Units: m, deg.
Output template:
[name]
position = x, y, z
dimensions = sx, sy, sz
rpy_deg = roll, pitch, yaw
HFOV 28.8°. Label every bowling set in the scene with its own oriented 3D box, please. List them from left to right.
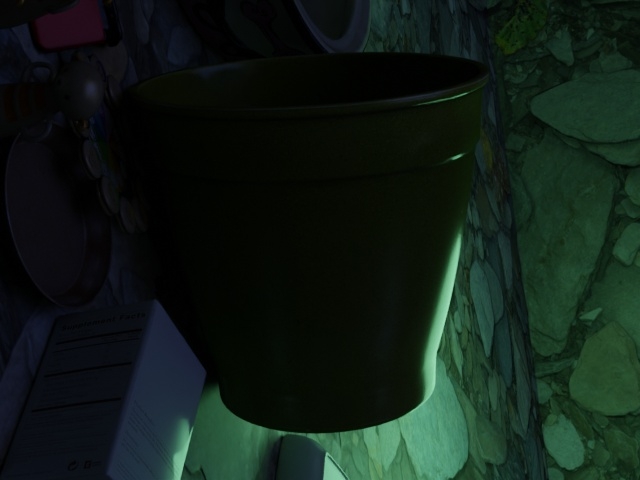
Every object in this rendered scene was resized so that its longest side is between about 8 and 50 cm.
[bowling set]
position = -0.250, -0.234, 0.972
dimensions = 0.200, 0.154, 0.287
rpy_deg = 35, 48, -63

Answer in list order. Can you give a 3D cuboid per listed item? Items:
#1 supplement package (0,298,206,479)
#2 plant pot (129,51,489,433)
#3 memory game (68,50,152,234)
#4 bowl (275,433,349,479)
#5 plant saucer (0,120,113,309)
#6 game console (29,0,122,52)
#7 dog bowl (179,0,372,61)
[supplement package]
position = -0.178, 0.155, 1.050
dimensions = 0.179, 0.105, 0.105
rpy_deg = -79, 150, -44
[plant pot]
position = 0.000, 0.000, 1.320
dimensions = 0.366, 0.366, 0.353
rpy_deg = -44, 133, -66
[memory game]
position = -0.200, -0.093, 1.193
dimensions = 0.186, 0.012, 0.186
rpy_deg = -16, 90, -81
[bowl]
position = -0.004, 0.318, 1.519
dimensions = 0.142, 0.053, 0.142
rpy_deg = 59, 28, -46
[plant saucer]
position = -0.236, -0.021, 1.089
dimensions = 0.168, 0.029, 0.168
rpy_deg = -11, 90, -71
[game console]
position = -0.247, -0.253, 1.195
dimensions = 0.124, 0.085, 0.144
rpy_deg = -160, -123, -77
[dog bowl]
position = -0.073, -0.400, 1.538
dimensions = 0.408, 0.150, 0.408
rpy_deg = -11, 90, -69
